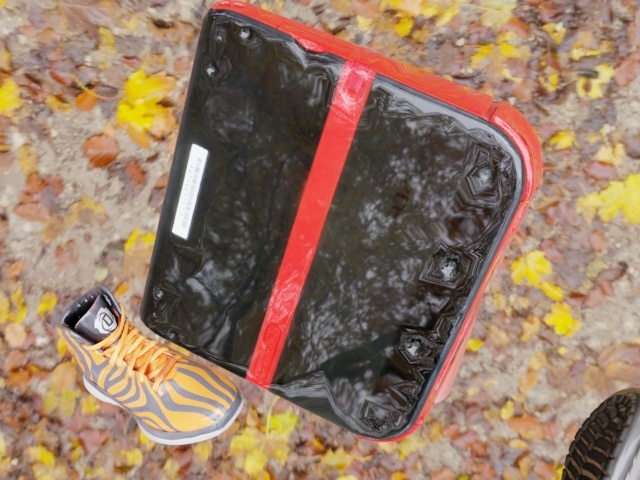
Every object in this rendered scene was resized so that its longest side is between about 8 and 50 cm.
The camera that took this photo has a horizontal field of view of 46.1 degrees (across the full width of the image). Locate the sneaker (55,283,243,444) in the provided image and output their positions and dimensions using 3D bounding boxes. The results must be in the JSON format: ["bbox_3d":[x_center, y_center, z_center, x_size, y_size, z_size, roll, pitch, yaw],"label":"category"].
[{"bbox_3d":[-0.261,0.167,1.045,0.125,0.321,0.180,-54,138,-35],"label":"sneaker"}]

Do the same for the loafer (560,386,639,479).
[{"bbox_3d":[0.202,0.208,0.507,0.078,0.080,0.220,15,94,3],"label":"loafer"}]

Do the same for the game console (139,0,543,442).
[{"bbox_3d":[0.000,0.000,0.752,0.341,0.060,0.387,25,118,12],"label":"game console"}]

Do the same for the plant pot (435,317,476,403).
[{"bbox_3d":[0.136,0.082,1.203,0.274,0.275,0.243,18,113,-10],"label":"plant pot"}]
